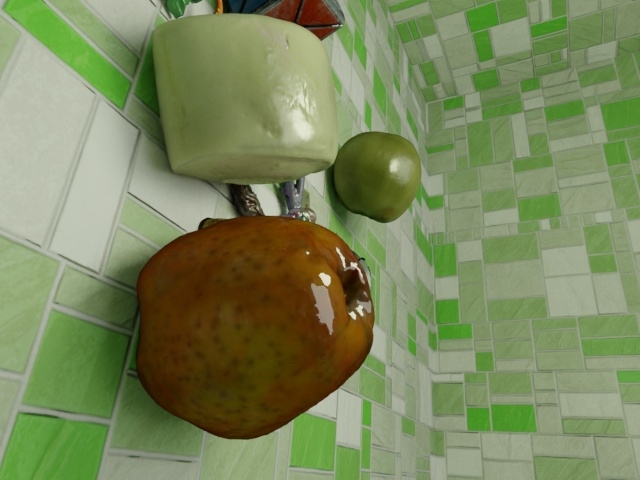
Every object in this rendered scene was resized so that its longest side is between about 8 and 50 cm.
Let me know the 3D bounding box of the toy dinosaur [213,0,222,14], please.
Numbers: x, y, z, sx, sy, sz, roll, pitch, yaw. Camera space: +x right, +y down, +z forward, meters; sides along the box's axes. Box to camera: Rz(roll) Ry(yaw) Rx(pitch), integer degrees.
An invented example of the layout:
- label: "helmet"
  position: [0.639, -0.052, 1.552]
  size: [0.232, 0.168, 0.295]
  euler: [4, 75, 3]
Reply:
- label: "toy dinosaur"
  position: [-0.266, -0.503, 1.244]
  size: [0.117, 0.070, 0.288]
  euler: [-47, 144, -50]

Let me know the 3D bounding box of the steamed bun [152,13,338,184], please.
- label: "steamed bun"
  position: [-0.137, -0.325, 1.140]
  size: [0.456, 0.290, 0.371]
  euler: [-9, 95, -45]

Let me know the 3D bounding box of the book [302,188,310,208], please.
- label: "book"
  position: [-0.058, -0.129, 1.681]
  size: [0.077, 0.014, 0.111]
  euler: [38, 49, -57]

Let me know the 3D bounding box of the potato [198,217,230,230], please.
- label: "potato"
  position: [-0.231, -0.017, 1.169]
  size: [0.066, 0.103, 0.096]
  euler: [29, 55, -64]

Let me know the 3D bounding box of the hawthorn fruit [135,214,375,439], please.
- label: "hawthorn fruit"
  position: [-0.113, 0.160, 0.982]
  size: [0.472, 0.471, 0.472]
  euler: [32, 54, -59]

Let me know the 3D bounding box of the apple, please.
- label: "apple"
  position: [0.217, -0.252, 1.926]
  size: [0.357, 0.357, 0.357]
  euler: [32, 54, -59]

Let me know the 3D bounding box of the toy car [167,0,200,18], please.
- label: "toy car"
  position: [-0.337, -0.718, 1.089]
  size: [0.359, 0.176, 0.213]
  euler: [58, 31, -34]

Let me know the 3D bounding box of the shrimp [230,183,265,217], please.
- label: "shrimp"
  position: [-0.199, -0.117, 1.313]
  size: [0.073, 0.075, 0.190]
  euler: [-32, 104, -29]

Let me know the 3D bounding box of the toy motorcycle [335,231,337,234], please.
- label: "toy motorcycle"
  position: [0.001, 0.000, 1.692]
  size: [0.229, 0.094, 0.130]
  euler: [46, 37, -33]

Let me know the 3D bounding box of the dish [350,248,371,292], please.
- label: "dish"
  position: [0.125, 0.157, 1.879]
  size: [0.316, 0.106, 0.316]
  euler: [-8, 90, -65]

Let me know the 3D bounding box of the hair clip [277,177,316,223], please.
- label: "hair clip"
  position: [-0.084, -0.093, 1.532]
  size: [0.137, 0.090, 0.278]
  euler: [-8, 87, -31]

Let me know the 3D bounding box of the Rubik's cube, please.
- label: "Rubik's cube"
  position: [-0.112, -0.709, 1.407]
  size: [0.255, 0.259, 0.260]
  euler: [16, 53, -64]
